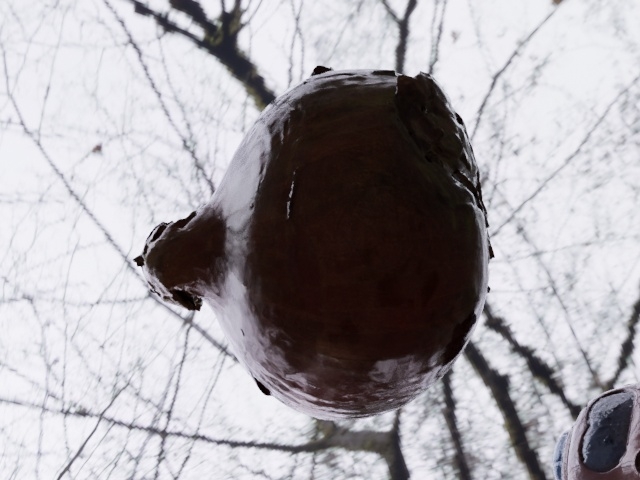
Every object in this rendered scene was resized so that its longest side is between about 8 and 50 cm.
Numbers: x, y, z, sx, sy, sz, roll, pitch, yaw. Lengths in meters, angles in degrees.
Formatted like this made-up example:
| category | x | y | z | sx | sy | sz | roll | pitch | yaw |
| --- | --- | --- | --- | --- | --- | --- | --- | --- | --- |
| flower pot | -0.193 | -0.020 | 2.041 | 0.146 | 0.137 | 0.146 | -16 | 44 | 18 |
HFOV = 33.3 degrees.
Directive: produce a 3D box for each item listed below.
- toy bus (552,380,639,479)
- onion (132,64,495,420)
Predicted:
| category | x | y | z | sx | sy | sz | roll | pitch | yaw |
| --- | --- | --- | --- | --- | --- | --- | --- | --- | --- |
| toy bus | 0.407 | 0.294 | 1.286 | 0.294 | 0.232 | 0.197 | 57 | -138 | -34 |
| onion | 0.028 | 0.001 | 1.055 | 0.353 | 0.353 | 0.353 | 6 | -111 | -17 |
